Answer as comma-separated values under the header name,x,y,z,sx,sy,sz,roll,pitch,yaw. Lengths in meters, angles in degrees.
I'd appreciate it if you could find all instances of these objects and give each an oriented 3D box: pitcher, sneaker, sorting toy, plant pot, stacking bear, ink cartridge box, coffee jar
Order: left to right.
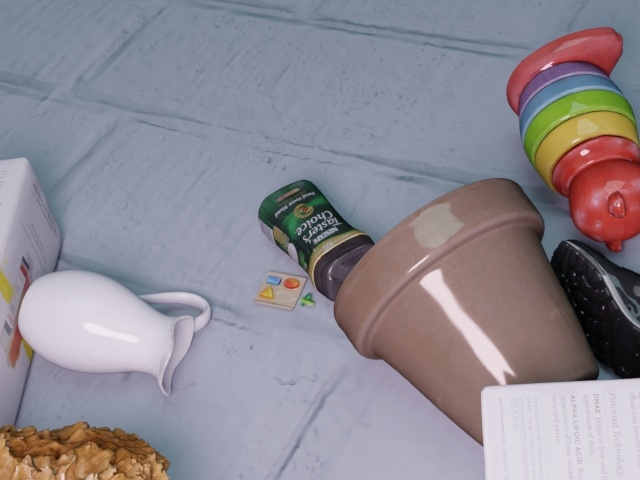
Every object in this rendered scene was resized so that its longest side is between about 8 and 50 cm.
name,x,y,z,sx,sy,sz,roll,pitch,yaw
ink cartridge box,-0.516,0.088,1.297,0.279,0.160,0.385,-6,44,5
pitcher,-0.255,0.100,1.282,0.207,0.126,0.178,16,28,11
sorting toy,-0.041,0.066,1.339,0.083,0.012,0.062,9,47,20
coffee jar,0.000,0.000,1.352,0.096,0.079,0.184,-29,47,-19
plant pot,0.183,0.099,1.124,0.263,0.263,0.229,-28,64,-18
stacking bear,0.364,-0.122,1.364,0.164,0.175,0.289,-9,51,-2
sneaker,0.387,0.098,1.186,0.124,0.107,0.283,-12,44,-26

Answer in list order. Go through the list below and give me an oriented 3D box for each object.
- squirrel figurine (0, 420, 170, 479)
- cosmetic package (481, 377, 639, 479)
name,x,y,z,sx,sy,sz,roll,pitch,yaw
squirrel figurine,-0.229,0.309,0.876,0.370,0.281,0.397,-11,48,6
cosmetic package,0.347,0.228,0.922,0.384,0.217,0.156,-5,60,9
